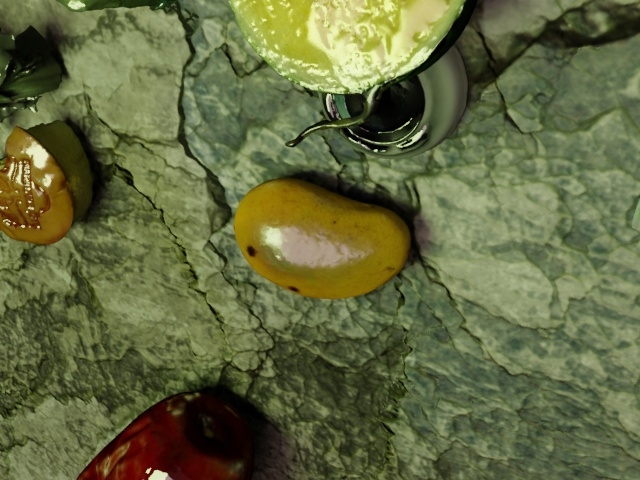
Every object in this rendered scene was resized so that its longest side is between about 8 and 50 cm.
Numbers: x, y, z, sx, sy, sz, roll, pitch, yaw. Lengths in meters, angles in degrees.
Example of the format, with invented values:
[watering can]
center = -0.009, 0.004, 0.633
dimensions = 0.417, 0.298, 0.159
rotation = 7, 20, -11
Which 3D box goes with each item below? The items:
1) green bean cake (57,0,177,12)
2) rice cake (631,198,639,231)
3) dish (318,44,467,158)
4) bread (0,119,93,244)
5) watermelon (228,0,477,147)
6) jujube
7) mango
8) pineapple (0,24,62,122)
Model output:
[green bean cake]
center = -0.181, -0.337, 0.606
dimensions = 0.241, 0.132, 0.255
rotation = 49, 129, 12
[rice cake]
center = 0.295, -0.088, 0.606
dimensions = 0.034, 0.043, 0.210
rotation = 15, 124, 8
[dish]
center = 0.051, -0.124, 0.677
dimensions = 0.141, 0.078, 0.141
rotation = 12, 123, 19
[bread]
center = -0.324, -0.060, 0.885
dimensions = 0.156, 0.086, 0.125
rotation = -26, 107, 35
[watermelon]
center = 0.032, -0.216, 0.597
dimensions = 0.204, 0.127, 0.232
rotation = -18, 99, 28
[jujube]
center = -0.208, 0.334, 0.989
dimensions = 0.223, 0.223, 0.318
rotation = 36, 118, 2
[mango]
center = -0.002, 0.002, 0.774
dimensions = 0.178, 0.090, 0.115
rotation = 18, 117, 5
[pineapple]
center = -0.430, -0.144, 0.812
dimensions = 0.310, 0.141, 0.170
rotation = -15, 150, 3
